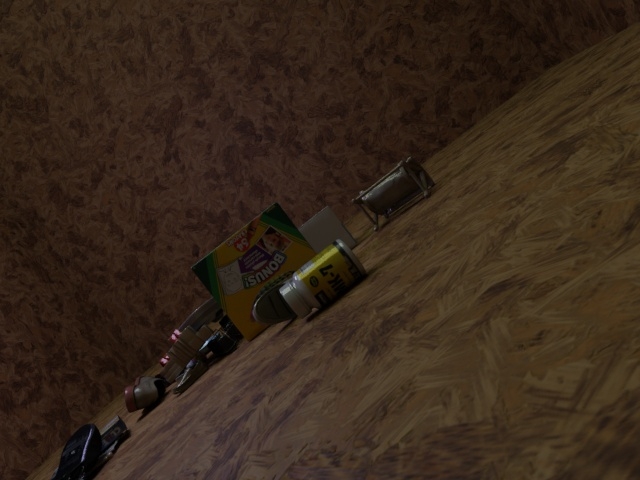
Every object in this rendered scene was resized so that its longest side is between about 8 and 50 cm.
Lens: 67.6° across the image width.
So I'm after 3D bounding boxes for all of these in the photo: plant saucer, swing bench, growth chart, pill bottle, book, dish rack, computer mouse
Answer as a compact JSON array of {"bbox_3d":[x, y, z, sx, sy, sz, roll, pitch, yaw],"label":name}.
[{"bbox_3d":[-0.528,0.495,2.192,0.195,0.037,0.195,-38,4,3],"label":"plant saucer"},{"bbox_3d":[0.289,-0.191,1.876,0.253,0.165,0.254,-37,3,24],"label":"swing bench"},{"bbox_3d":[-0.695,0.684,1.498,0.172,0.021,0.237,-39,3,-9],"label":"growth chart"},{"bbox_3d":[-0.503,0.490,1.934,0.083,0.043,0.043,-40,4,-32],"label":"pill bottle"},{"bbox_3d":[-0.495,0.503,1.828,0.096,0.035,0.144,-36,0,-10],"label":"book"},{"bbox_3d":[-0.440,0.293,1.899,0.285,0.072,0.333,-39,-4,-47],"label":"dish rack"},{"bbox_3d":[-0.702,0.654,1.381,0.188,0.072,0.272,-34,25,5],"label":"computer mouse"},{"bbox_3d":[-0.306,0.299,1.774,0.271,0.074,0.208,-54,13,-31],"label":"dish rack"},{"bbox_3d":[0.004,0.102,1.247,0.208,0.119,0.119,-38,3,-3],"label":"pill bottle"}]

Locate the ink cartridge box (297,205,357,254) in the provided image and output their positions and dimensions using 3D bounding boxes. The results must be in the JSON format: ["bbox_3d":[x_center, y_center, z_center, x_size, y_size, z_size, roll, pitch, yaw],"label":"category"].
[{"bbox_3d":[0.000,0.000,2.017,0.197,0.198,0.270,-39,2,-6],"label":"ink cartridge box"}]

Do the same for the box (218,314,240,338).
[{"bbox_3d":[-0.332,0.321,2.011,0.158,0.093,0.156,-37,2,-5],"label":"box"}]

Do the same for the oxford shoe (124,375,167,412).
[{"bbox_3d":[-0.663,0.596,1.879,0.130,0.123,0.348,-11,-3,-10],"label":"oxford shoe"}]

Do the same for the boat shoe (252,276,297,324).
[{"bbox_3d":[-0.094,0.176,1.459,0.302,0.113,0.103,-26,-6,-42],"label":"boat shoe"}]

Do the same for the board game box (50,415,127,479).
[{"bbox_3d":[-0.748,0.680,1.554,0.243,0.042,0.165,-41,4,-27],"label":"board game box"}]

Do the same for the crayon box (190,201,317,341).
[{"bbox_3d":[-0.195,0.104,1.630,0.363,0.313,0.106,-38,0,-2],"label":"crayon box"}]

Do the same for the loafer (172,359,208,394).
[{"bbox_3d":[-0.455,0.469,1.646,0.056,0.050,0.148,-34,5,47],"label":"loafer"}]

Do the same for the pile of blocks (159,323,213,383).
[{"bbox_3d":[-0.504,0.384,1.774,0.362,0.112,0.149,-48,2,36],"label":"pile of blocks"}]

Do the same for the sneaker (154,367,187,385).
[{"bbox_3d":[-0.622,0.554,2.043,0.221,0.083,0.087,-32,-2,28],"label":"sneaker"}]
